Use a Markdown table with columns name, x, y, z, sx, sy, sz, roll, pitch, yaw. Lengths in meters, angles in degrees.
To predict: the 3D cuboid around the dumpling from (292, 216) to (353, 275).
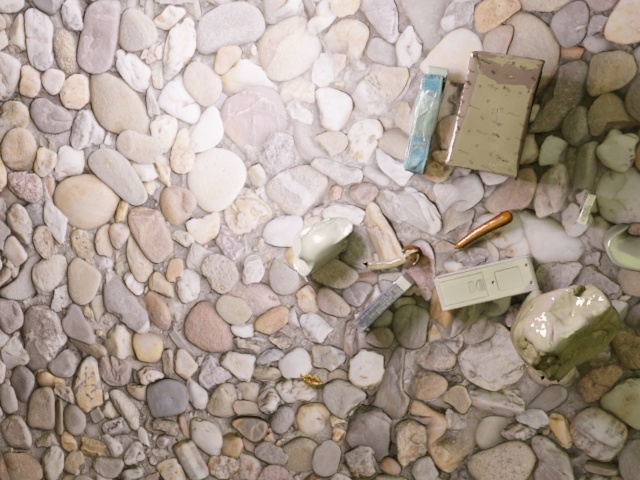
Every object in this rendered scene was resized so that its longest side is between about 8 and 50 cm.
| name | x | y | z | sx | sy | sz | roll | pitch | yaw |
| --- | --- | --- | --- | --- | --- | --- | --- | --- | --- |
| dumpling | 0.000 | 0.000 | 1.803 | 0.229 | 0.124 | 0.151 | -37 | 51 | 11 |

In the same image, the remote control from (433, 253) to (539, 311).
| name | x | y | z | sx | sy | sz | roll | pitch | yaw |
| --- | --- | --- | --- | --- | --- | --- | --- | --- | --- |
| remote control | 0.476 | 0.122 | 1.713 | 0.277 | 0.055 | 0.103 | -15 | 94 | 15 |

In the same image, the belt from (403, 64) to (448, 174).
| name | x | y | z | sx | sy | sz | roll | pitch | yaw |
| --- | --- | --- | --- | --- | --- | --- | --- | --- | --- |
| belt | 0.298 | -0.339 | 1.679 | 0.072 | 0.087 | 0.302 | 14 | 101 | 16 |

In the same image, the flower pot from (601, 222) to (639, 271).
| name | x | y | z | sx | sy | sz | roll | pitch | yaw |
| --- | --- | --- | --- | --- | --- | --- | --- | --- | --- |
| flower pot | 0.926 | 0.094 | 1.533 | 0.254 | 0.164 | 0.367 | -28 | 91 | 22 |

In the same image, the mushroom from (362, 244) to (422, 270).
| name | x | y | z | sx | sy | sz | roll | pitch | yaw |
| --- | --- | --- | --- | --- | --- | --- | --- | --- | --- |
| mushroom | 0.215 | 0.060 | 1.775 | 0.187 | 0.061 | 0.060 | -17 | 98 | 21 |

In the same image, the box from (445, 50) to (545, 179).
| name | x | y | z | sx | sy | sz | roll | pitch | yaw |
| --- | --- | --- | --- | --- | --- | --- | --- | --- | --- |
| box | 0.460 | -0.321 | 1.568 | 0.190 | 0.225 | 0.297 | 13 | 100 | 15 |

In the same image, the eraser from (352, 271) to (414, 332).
| name | x | y | z | sx | sy | sz | roll | pitch | yaw |
| --- | --- | --- | --- | --- | --- | --- | --- | --- | --- |
| eraser | 0.190 | 0.184 | 1.781 | 0.046 | 0.092 | 0.212 | 46 | 105 | 6 |

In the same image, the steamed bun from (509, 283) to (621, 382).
| name | x | y | z | sx | sy | sz | roll | pitch | yaw |
| --- | --- | --- | --- | --- | --- | --- | --- | --- | --- |
| steamed bun | 0.644 | 0.221 | 1.604 | 0.280 | 0.268 | 0.207 | -39 | 51 | 3 |

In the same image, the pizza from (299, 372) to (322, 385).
| name | x | y | z | sx | sy | sz | roll | pitch | yaw |
| --- | --- | --- | --- | --- | --- | --- | --- | --- | --- |
| pizza | -0.031 | 0.449 | 1.914 | 0.083 | 0.016 | 0.037 | 18 | 96 | 14 |

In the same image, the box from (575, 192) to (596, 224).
| name | x | y | z | sx | sy | sz | roll | pitch | yaw |
| --- | --- | --- | --- | --- | --- | --- | --- | --- | --- |
| box | 0.723 | -0.087 | 1.617 | 0.024 | 0.054 | 0.083 | 18 | 102 | 10 |

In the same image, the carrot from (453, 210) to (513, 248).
| name | x | y | z | sx | sy | sz | roll | pitch | yaw |
| --- | --- | --- | --- | --- | --- | --- | --- | --- | --- |
| carrot | 0.466 | -0.028 | 1.708 | 0.190 | 0.037 | 0.037 | -31 | 89 | 21 |
